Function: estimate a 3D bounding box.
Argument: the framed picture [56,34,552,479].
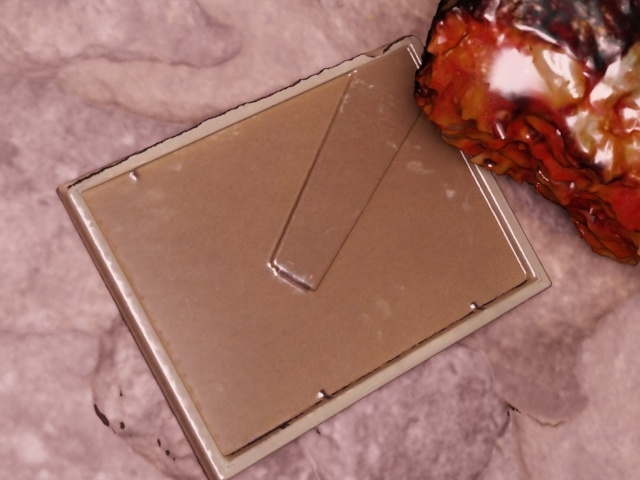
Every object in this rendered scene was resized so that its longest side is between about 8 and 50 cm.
[{"bbox_3d":[0.000,0.000,0.896,0.290,0.020,0.211,-28,89,-27],"label":"framed picture"}]

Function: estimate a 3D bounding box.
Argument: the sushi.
[{"bbox_3d":[0.220,-0.079,0.929,0.343,0.196,0.182,31,78,-14],"label":"sushi"}]
